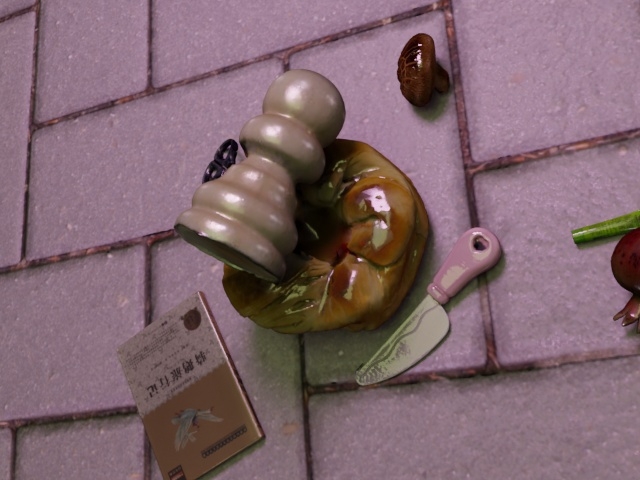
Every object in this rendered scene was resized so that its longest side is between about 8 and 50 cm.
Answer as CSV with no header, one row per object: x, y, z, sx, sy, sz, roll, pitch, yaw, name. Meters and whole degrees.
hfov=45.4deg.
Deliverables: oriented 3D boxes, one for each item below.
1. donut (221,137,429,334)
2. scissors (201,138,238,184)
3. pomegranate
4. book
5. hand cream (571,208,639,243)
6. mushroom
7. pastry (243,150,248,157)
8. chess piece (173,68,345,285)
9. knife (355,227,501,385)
0.000,0.000,1.297,0.361,0.170,0.360,-8,70,24,donut
-0.163,-0.125,1.394,0.109,0.022,0.300,-59,25,2,scissors
0.471,0.047,1.095,0.159,0.129,0.129,-53,58,34,pomegranate
-0.249,0.277,1.419,0.217,0.021,0.310,-34,64,13,book
0.448,-0.021,1.171,0.122,0.023,0.036,-17,79,20,hand cream
0.173,-0.297,1.335,0.085,0.109,0.126,-13,54,27,mushroom
-0.098,-0.181,1.455,0.097,0.057,0.109,-11,70,24,pastry
-0.070,-0.115,1.190,0.182,0.182,0.330,20,75,28,chess piece
0.181,0.123,1.259,0.081,0.043,0.335,41,101,22,knife
